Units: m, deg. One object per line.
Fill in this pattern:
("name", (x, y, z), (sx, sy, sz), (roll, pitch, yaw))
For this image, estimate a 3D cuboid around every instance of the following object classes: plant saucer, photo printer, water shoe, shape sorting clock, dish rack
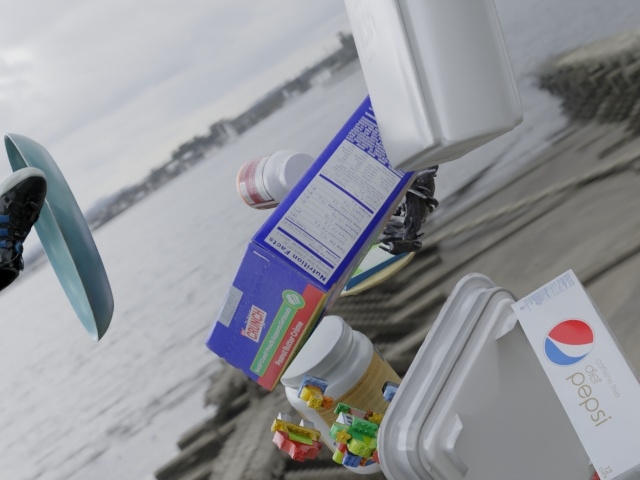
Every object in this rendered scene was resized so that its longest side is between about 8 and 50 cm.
("plant saucer", (-0.360, -0.010, 1.613), (0.044, 0.317, 0.317), (-25, 4, -17))
("photo printer", (0.091, -0.231, 1.127), (0.107, 0.307, 0.256), (-15, 0, -6))
("water shoe", (-0.376, 0.010, 1.384), (0.203, 0.080, 0.073), (-57, -30, -3))
("shape sorting clock", (0.084, 0.049, 2.139), (0.206, 0.040, 0.206), (-20, 18, 7))
("dish rack", (0.224, 0.232, 1.343), (0.072, 0.333, 0.285), (-4, 44, 45))

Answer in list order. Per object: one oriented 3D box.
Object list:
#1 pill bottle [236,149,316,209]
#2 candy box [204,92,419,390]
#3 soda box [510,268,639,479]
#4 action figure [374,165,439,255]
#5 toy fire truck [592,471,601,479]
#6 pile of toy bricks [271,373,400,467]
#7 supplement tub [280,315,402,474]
("pill bottle", (-0.063, -0.095, 1.797), (0.086, 0.086, 0.152), (-37, 14, -27))
("candy box", (0.000, 0.000, 1.505), (0.317, 0.122, 0.268), (-52, -5, -36))
("soda box", (0.250, 0.131, 1.031), (0.069, 0.074, 0.216), (-33, 43, 13))
("action figure", (0.125, -0.061, 1.934), (0.275, 0.141, 0.164), (91, -169, -73))
("toy fire truck", (0.512, 0.487, 2.104), (0.246, 0.158, 0.217), (-31, 43, 32))
("pile of toy bricks", (0.055, 0.243, 1.439), (0.105, 0.212, 0.118), (-106, 37, -67))
("supplement tub", (0.041, 0.220, 1.652), (0.144, 0.199, 0.144), (-31, 23, 15))
